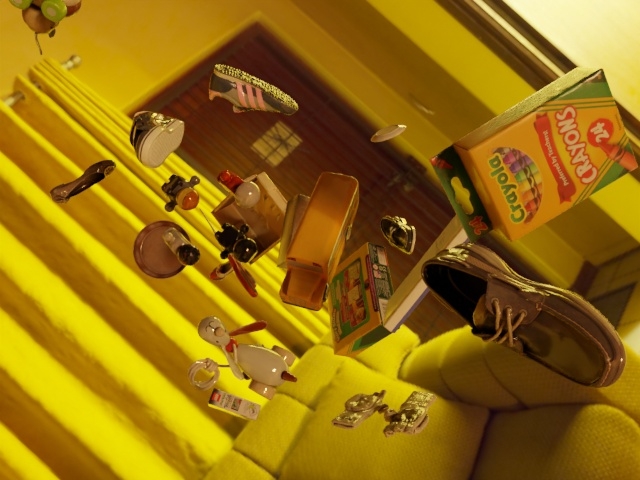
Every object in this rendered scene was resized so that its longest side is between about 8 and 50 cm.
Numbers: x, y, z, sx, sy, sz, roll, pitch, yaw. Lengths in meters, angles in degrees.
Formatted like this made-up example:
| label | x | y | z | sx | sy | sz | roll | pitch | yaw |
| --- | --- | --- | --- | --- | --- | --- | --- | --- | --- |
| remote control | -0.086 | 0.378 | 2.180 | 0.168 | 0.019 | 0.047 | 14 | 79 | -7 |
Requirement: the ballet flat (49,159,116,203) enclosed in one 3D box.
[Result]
| label | x | y | z | sx | sy | sz | roll | pitch | yaw |
| --- | --- | --- | --- | --- | --- | --- | --- | --- | --- |
| ballet flat | -0.830 | -0.203 | 1.970 | 0.250 | 0.058 | 0.084 | -33 | -23 | -15 |

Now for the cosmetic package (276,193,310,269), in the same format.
| label | x | y | z | sx | sy | sz | roll | pitch | yaw |
| --- | --- | --- | --- | --- | --- | --- | --- | --- | --- |
| cosmetic package | -0.054 | -0.017 | 1.812 | 0.107 | 0.127 | 0.238 | -21 | 55 | 61 |

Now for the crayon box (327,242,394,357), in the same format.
| label | x | y | z | sx | sy | sz | roll | pitch | yaw |
| --- | --- | --- | --- | --- | --- | --- | --- | --- | --- |
| crayon box | 0.157 | 0.243 | 2.246 | 0.313 | 0.106 | 0.363 | -43 | 43 | 43 |

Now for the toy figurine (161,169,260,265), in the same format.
| label | x | y | z | sx | sy | sz | roll | pitch | yaw |
| --- | --- | --- | --- | --- | --- | --- | --- | --- | --- |
| toy figurine | -0.246 | -0.047 | 1.254 | 0.210 | 0.148 | 0.213 | -6 | -65 | -33 |

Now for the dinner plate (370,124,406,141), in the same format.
| label | x | y | z | sx | sy | sz | roll | pitch | yaw |
| --- | --- | --- | --- | --- | --- | --- | --- | --- | --- |
| dinner plate | 0.254 | -0.410 | 2.109 | 0.141 | 0.017 | 0.141 | -19 | 23 | 9 |

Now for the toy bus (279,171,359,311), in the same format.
| label | x | y | z | sx | sy | sz | roll | pitch | yaw |
| --- | --- | --- | --- | --- | --- | --- | --- | --- | --- |
| toy bus | 0.000 | 0.000 | 1.365 | 0.130 | 0.108 | 0.332 | 84 | -156 | -56 |

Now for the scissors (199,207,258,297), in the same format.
| label | x | y | z | sx | sy | sz | roll | pitch | yaw |
| --- | --- | --- | --- | --- | --- | --- | --- | --- | --- |
| scissors | -0.265 | 0.035 | 1.605 | 0.021 | 0.297 | 0.109 | -31 | 13 | 7 |

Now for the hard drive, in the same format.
| label | x | y | z | sx | sy | sz | roll | pitch | yaw |
| --- | --- | --- | --- | --- | --- | --- | --- | --- | --- |
| hard drive | 0.278 | 0.078 | 1.450 | 0.318 | 0.040 | 0.210 | -55 | -1 | 17 |

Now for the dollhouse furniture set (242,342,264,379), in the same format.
| label | x | y | z | sx | sy | sz | roll | pitch | yaw |
| --- | --- | --- | --- | --- | --- | --- | --- | --- | --- |
| dollhouse furniture set | -0.194 | 0.378 | 1.720 | 0.114 | 0.091 | 0.081 | -49 | -38 | -28 |

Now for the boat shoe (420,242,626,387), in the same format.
| label | x | y | z | sx | sy | sz | roll | pitch | yaw |
| --- | --- | --- | --- | --- | --- | --- | --- | --- | --- |
| boat shoe | 0.294 | 0.122 | 0.885 | 0.130 | 0.355 | 0.132 | -10 | -63 | -30 |

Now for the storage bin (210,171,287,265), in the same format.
| label | x | y | z | sx | sy | sz | roll | pitch | yaw |
| --- | --- | --- | --- | --- | --- | --- | --- | --- | --- |
| storage bin | -0.244 | -0.087 | 2.156 | 0.260 | 0.262 | 0.123 | -36 | 0 | 40 |

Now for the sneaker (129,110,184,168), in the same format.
| label | x | y | z | sx | sy | sz | roll | pitch | yaw |
| --- | --- | --- | --- | --- | --- | --- | --- | --- | --- |
| sneaker | -0.499 | -0.295 | 1.620 | 0.321 | 0.127 | 0.126 | -86 | 14 | -70 |

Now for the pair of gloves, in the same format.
| label | x | y | z | sx | sy | sz | roll | pitch | yaw |
| --- | --- | --- | --- | --- | --- | --- | --- | --- | --- |
| pair of gloves | 0.173 | 0.458 | 1.480 | 0.240 | 0.042 | 0.204 | -3 | 12 | 26 |

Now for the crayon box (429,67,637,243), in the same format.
| label | x | y | z | sx | sy | sz | roll | pitch | yaw |
| --- | --- | --- | --- | --- | --- | --- | --- | --- | --- |
| crayon box | 0.383 | -0.140 | 1.006 | 0.318 | 0.202 | 0.081 | -32 | 21 | 2 |

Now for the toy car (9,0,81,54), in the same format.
| label | x | y | z | sx | sy | sz | roll | pitch | yaw |
| --- | --- | --- | --- | --- | --- | --- | --- | --- | --- |
| toy car | -0.663 | -0.549 | 1.362 | 0.188 | 0.149 | 0.155 | 121 | 162 | -48 |

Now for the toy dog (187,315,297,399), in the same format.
| label | x | y | z | sx | sy | sz | roll | pitch | yaw |
| --- | --- | --- | --- | --- | --- | --- | --- | --- | --- |
| toy dog | -0.188 | 0.336 | 1.579 | 0.161 | 0.334 | 0.220 | -3 | 73 | 50 |

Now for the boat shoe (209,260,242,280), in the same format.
| label | x | y | z | sx | sy | sz | roll | pitch | yaw |
| --- | --- | --- | --- | --- | --- | --- | --- | --- | --- |
| boat shoe | -0.330 | 0.101 | 1.902 | 0.137 | 0.049 | 0.043 | -26 | -9 | 25 |

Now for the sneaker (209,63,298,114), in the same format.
| label | x | y | z | sx | sy | sz | roll | pitch | yaw |
| --- | --- | --- | --- | --- | --- | --- | --- | --- | --- |
| sneaker | -0.240 | -0.499 | 1.973 | 0.112 | 0.319 | 0.131 | -79 | 15 | -60 |

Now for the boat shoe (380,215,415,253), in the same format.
| label | x | y | z | sx | sy | sz | roll | pitch | yaw |
| --- | --- | --- | --- | --- | --- | --- | --- | --- | --- |
| boat shoe | 0.302 | -0.025 | 2.207 | 0.302 | 0.091 | 0.114 | -114 | 35 | -76 |

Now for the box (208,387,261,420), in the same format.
| label | x | y | z | sx | sy | sz | roll | pitch | yaw |
| --- | --- | --- | --- | --- | --- | --- | --- | --- | --- |
| box | -0.205 | 0.388 | 1.313 | 0.207 | 0.114 | 0.036 | 122 | 168 | -69 |

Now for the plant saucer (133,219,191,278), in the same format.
| label | x | y | z | sx | sy | sz | roll | pitch | yaw |
| --- | --- | --- | --- | --- | --- | --- | --- | --- | --- |
| plant saucer | -0.450 | 0.027 | 1.600 | 0.168 | 0.168 | 0.029 | -48 | -3 | -5 |
